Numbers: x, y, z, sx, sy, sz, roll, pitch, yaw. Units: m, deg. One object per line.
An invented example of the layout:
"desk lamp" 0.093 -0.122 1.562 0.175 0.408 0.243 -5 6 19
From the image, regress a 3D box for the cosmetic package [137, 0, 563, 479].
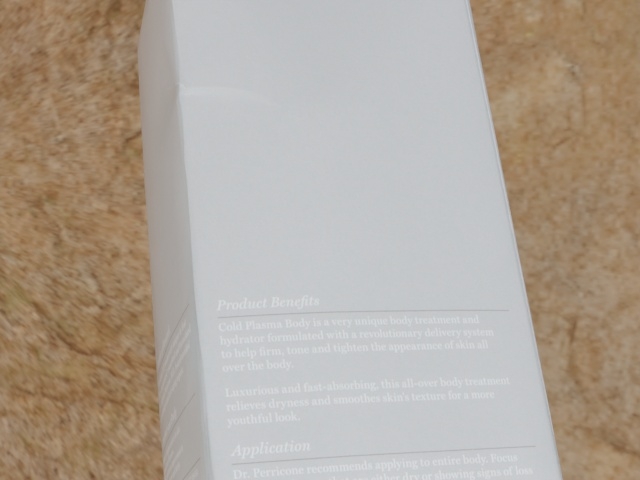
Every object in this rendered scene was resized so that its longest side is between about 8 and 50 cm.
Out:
"cosmetic package" 0.000 0.000 0.469 0.127 0.107 0.238 2 62 -15
